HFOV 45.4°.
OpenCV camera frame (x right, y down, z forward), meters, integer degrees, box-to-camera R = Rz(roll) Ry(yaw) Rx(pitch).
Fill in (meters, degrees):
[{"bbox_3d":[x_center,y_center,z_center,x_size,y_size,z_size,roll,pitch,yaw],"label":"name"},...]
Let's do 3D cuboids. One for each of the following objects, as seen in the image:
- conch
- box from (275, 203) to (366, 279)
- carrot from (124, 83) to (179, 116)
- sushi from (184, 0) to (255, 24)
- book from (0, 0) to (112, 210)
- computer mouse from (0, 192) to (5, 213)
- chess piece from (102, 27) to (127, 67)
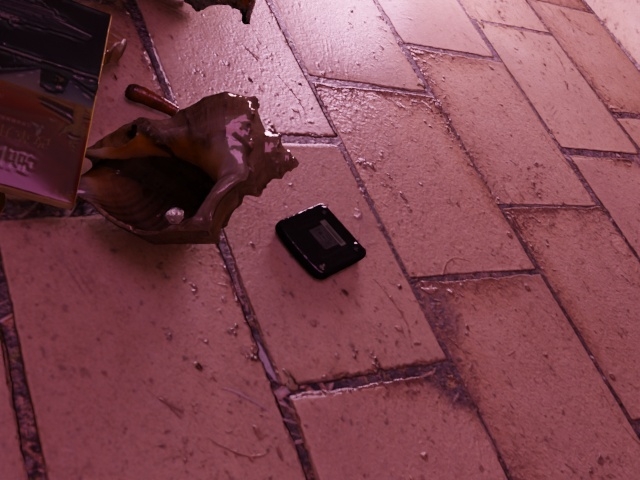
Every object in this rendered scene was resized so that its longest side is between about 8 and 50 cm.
[{"bbox_3d":[-0.195,-0.084,1.118,0.263,0.324,0.186,-82,155,-48],"label":"conch"},{"bbox_3d":[0.000,0.000,1.274,0.125,0.027,0.126,-25,68,-44],"label":"box"},{"bbox_3d":[-0.288,-0.240,1.304,0.093,0.032,0.032,23,44,-17],"label":"carrot"},{"bbox_3d":[-0.222,-0.557,1.495,0.274,0.184,0.139,45,-2,21],"label":"sushi"},{"bbox_3d":[-0.453,-0.234,1.089,0.263,0.028,0.373,16,55,-25],"label":"book"},{"bbox_3d":[-0.516,-0.087,1.010,0.199,0.045,0.102,35,45,0],"label":"computer mouse"},{"bbox_3d":[-0.467,-0.376,1.256,0.301,0.137,0.137,25,43,-18],"label":"chess piece"}]
